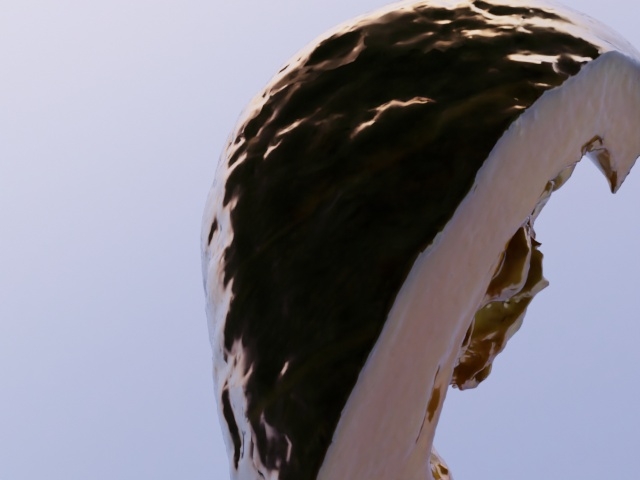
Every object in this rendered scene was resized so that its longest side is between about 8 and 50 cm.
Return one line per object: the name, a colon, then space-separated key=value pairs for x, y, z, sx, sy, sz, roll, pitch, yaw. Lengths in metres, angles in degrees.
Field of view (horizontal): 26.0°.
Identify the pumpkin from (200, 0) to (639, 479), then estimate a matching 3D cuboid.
pumpkin: x=-0.003 y=0.001 z=0.508 sx=0.163 sy=0.111 sz=0.278 roll=21 pitch=-103 yaw=33
